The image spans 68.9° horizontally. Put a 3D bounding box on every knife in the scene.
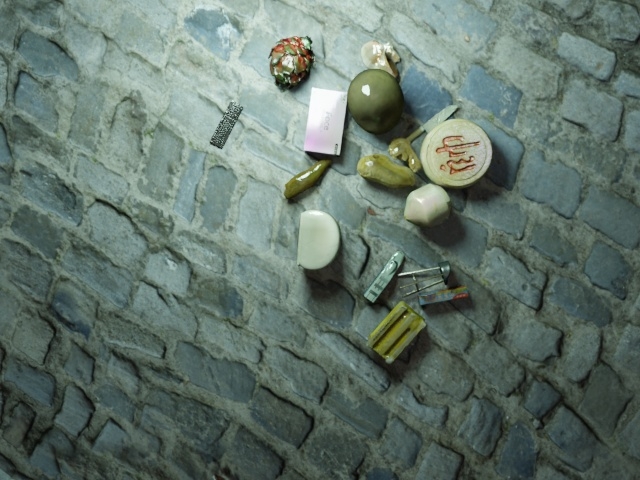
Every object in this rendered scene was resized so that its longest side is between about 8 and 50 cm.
[{"bbox_3d":[0.422,-0.445,1.848,0.298,0.017,0.047,-38,97,7],"label":"knife"}]

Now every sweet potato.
[{"bbox_3d":[-0.053,-0.252,1.870,0.244,0.077,0.077,-36,92,7],"label":"sweet potato"}]

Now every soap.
[{"bbox_3d":[0.307,0.374,1.902,0.135,0.076,0.233,39,97,-1],"label":"soap"}]

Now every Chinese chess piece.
[{"bbox_3d":[0.524,-0.333,1.806,0.270,0.112,0.269,1,96,5],"label":"Chinese chess piece"}]

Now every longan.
[{"bbox_3d":[0.202,-0.523,1.744,0.215,0.246,0.246,-38,92,27],"label":"longan"}]

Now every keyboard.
[{"bbox_3d":[-0.384,-0.473,1.901,0.060,0.018,0.195,29,97,-2],"label":"keyboard"}]

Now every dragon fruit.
[{"bbox_3d":[-0.114,-0.685,1.789,0.182,0.182,0.188,40,56,0],"label":"dragon fruit"}]

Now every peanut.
[{"bbox_3d":[0.261,-0.272,1.832,0.237,0.120,0.110,15,130,-3],"label":"peanut"}]

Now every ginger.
[{"bbox_3d":[0.322,-0.332,1.807,0.096,0.067,0.165,-26,74,-22],"label":"ginger"}]

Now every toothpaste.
[{"bbox_3d":[0.492,0.222,1.877,0.194,0.070,0.044,-11,93,5],"label":"toothpaste"}]

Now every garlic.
[{"bbox_3d":[0.236,-0.693,1.802,0.124,0.099,0.174,-32,93,21],"label":"garlic"}]

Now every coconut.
[{"bbox_3d":[0.410,-0.123,1.808,0.183,0.171,0.170,-33,92,3],"label":"coconut"}]

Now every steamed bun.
[{"bbox_3d":[0.000,0.000,1.852,0.164,0.146,0.241,5,94,6],"label":"steamed bun"}]

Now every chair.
[{"bbox_3d":[0.421,0.159,1.871,0.222,0.104,0.095,-21,119,10],"label":"chair"}]

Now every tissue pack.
[{"bbox_3d":[0.019,-0.461,1.836,0.149,0.092,0.246,8,96,4],"label":"tissue pack"}]

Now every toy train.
[{"bbox_3d":[0.264,0.143,1.896,0.052,0.051,0.233,36,97,-4],"label":"toy train"}]
